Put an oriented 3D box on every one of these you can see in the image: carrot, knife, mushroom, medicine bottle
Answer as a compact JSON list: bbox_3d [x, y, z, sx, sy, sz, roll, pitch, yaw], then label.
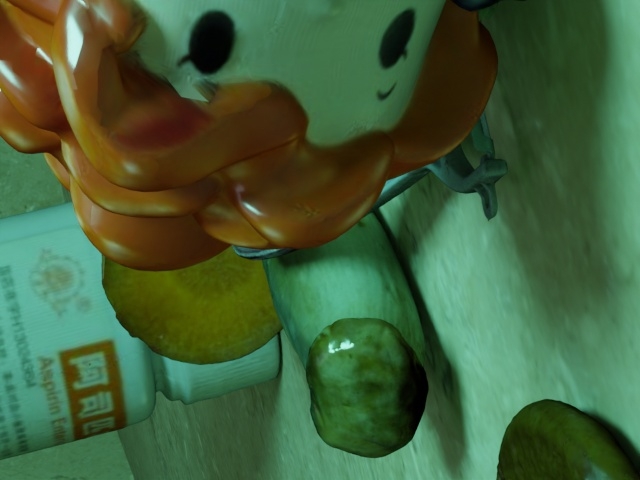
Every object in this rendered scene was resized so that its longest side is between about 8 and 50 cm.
[{"bbox_3d":[-0.106,-0.026,1.339,0.225,0.159,0.159,-123,22,-62],"label":"carrot"},{"bbox_3d":[0.026,-0.034,0.910,0.278,0.053,0.123,144,124,-60],"label":"knife"},{"bbox_3d":[0.000,0.000,1.078,0.312,0.081,0.100,-111,25,-45],"label":"mushroom"},{"bbox_3d":[-0.238,0.076,1.537,0.211,0.371,0.211,167,90,-78],"label":"medicine bottle"}]

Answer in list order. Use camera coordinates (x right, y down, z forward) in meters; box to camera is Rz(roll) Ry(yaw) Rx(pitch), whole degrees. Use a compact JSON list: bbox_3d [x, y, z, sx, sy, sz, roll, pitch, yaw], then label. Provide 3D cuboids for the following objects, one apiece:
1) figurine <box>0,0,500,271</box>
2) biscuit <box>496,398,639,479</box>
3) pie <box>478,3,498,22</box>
[{"bbox_3d":[-0.005,-0.169,0.602,0.412,0.241,0.306,-34,78,60],"label":"figurine"},{"bbox_3d":[0.129,0.173,0.784,0.212,0.036,0.212,167,90,-78],"label":"biscuit"},{"bbox_3d":[0.055,-0.126,0.769,0.084,0.020,0.084,10,101,62],"label":"pie"}]
